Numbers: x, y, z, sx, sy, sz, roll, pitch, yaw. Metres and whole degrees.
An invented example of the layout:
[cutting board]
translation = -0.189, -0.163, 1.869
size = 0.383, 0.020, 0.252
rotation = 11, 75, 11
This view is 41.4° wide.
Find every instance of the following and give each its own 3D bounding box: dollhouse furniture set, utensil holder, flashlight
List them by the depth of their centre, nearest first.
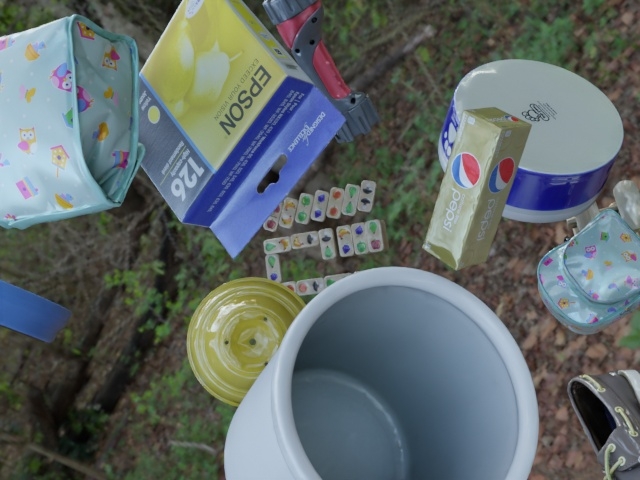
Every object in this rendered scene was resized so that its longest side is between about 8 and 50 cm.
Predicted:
[utensil holder]
translation = 0.050, 0.257, 1.136
size = 0.385, 0.328, 0.327
rotation = 126, 167, -60
[flashlight]
translation = 0.011, -0.332, 1.567
size = 0.103, 0.304, 0.103
rotation = -40, 21, -18
[dollhouse furniture set]
translation = 0.580, -0.086, 1.600
size = 0.242, 0.212, 0.161
rotation = -17, 78, 14

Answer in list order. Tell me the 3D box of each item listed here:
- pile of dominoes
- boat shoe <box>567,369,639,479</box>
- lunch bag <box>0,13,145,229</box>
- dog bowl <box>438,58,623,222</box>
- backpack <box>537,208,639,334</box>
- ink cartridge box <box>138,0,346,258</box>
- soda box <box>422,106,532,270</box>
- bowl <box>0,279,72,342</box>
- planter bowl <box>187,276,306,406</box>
[pile of dominoes]
translation = 0.000, 0.000, 1.592
size = 0.251, 0.040, 0.195
rotation = -10, 86, 20
[boat shoe]
translation = 0.425, 0.293, 1.160
size = 0.324, 0.097, 0.116
rotation = -90, 0, -60
[lunch bag]
translation = -0.372, -0.154, 1.186
size = 0.223, 0.160, 0.262
rotation = -8, 85, 25
[dog bowl]
translation = 0.321, -0.158, 1.306
size = 0.104, 0.265, 0.264
rotation = 99, -175, -49
[backpack]
translation = 0.457, 0.059, 1.407
size = 0.188, 0.166, 0.144
rotation = -39, -19, 7
[ink cartridge box]
translation = -0.154, -0.179, 1.265
size = 0.072, 0.307, 0.303
rotation = -7, -37, -53
[soda box]
translation = 0.179, -0.059, 0.980
size = 0.058, 0.061, 0.181
rotation = 35, 124, 38
[bowl]
translation = -0.679, 0.100, 1.628
size = 0.391, 0.391, 0.077
rotation = -9, 58, 65
[planter bowl]
translation = -0.110, 0.164, 1.369
size = 0.217, 0.217, 0.090
rotation = -61, 0, -9
